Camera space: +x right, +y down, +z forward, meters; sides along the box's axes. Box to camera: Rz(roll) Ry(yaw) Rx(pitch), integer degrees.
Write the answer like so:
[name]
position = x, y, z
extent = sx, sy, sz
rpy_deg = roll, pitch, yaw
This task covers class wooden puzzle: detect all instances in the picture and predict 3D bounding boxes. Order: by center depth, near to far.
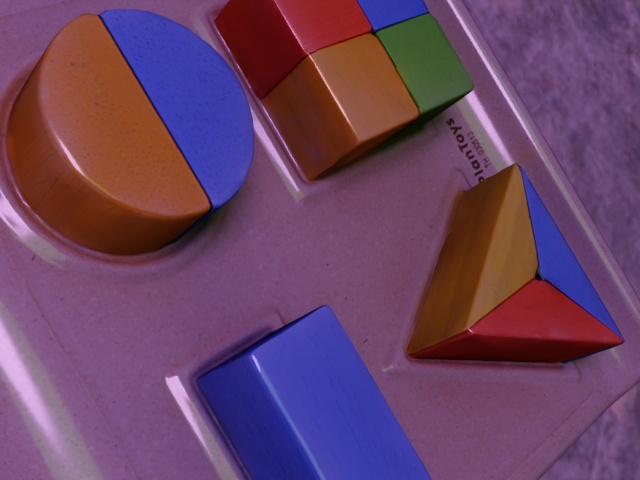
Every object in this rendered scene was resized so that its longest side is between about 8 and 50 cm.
[wooden puzzle]
position = 0.000, 0.000, 0.419
extent = 0.348, 0.080, 0.322
rpy_deg = -29, 89, -35
